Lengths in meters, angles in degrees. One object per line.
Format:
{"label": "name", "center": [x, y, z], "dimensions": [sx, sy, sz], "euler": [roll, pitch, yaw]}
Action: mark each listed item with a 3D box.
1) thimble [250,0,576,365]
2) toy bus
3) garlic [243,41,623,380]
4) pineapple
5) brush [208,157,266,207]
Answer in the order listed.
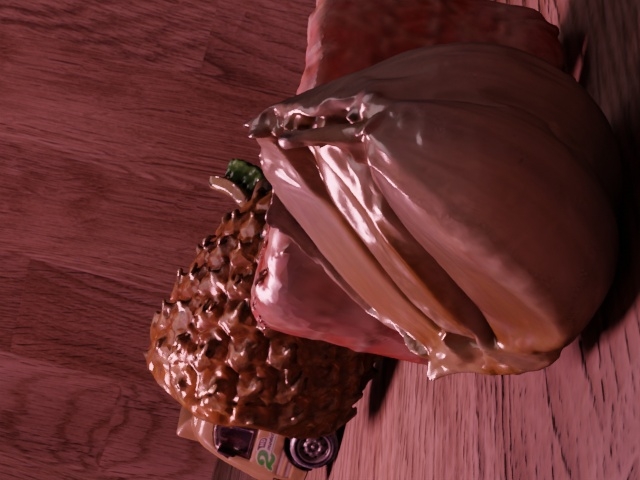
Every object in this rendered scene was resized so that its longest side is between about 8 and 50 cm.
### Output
{"label": "thimble", "center": [0.055, -0.043, 1.163], "dimensions": [0.239, 0.162, 0.239], "euler": [-167, 90, -88]}
{"label": "toy bus", "center": [-0.036, 0.092, 1.883], "dimensions": [0.139, 0.157, 0.289], "euler": [-86, 11, -70]}
{"label": "garlic", "center": [0.071, -0.032, 0.940], "dimensions": [0.143, 0.178, 0.229], "euler": [-45, 19, -12]}
{"label": "pineapple", "center": [0.000, 0.000, 1.639], "dimensions": [0.362, 0.202, 0.202], "euler": [-63, 7, 12]}
{"label": "brush", "center": [-0.038, -0.035, 2.019], "dimensions": [0.048, 0.054, 0.282], "euler": [-53, -24, 3]}
